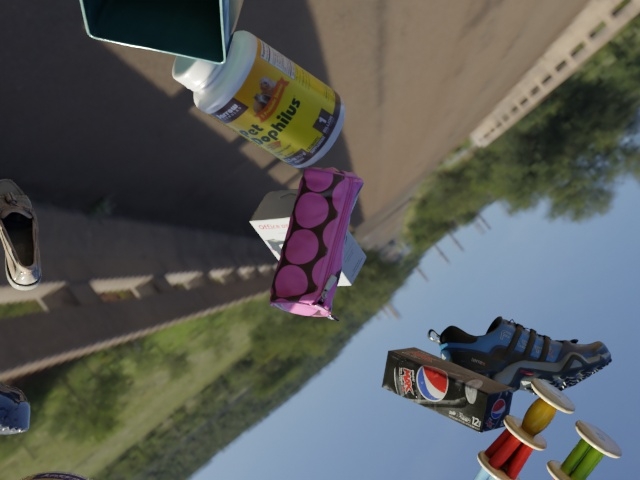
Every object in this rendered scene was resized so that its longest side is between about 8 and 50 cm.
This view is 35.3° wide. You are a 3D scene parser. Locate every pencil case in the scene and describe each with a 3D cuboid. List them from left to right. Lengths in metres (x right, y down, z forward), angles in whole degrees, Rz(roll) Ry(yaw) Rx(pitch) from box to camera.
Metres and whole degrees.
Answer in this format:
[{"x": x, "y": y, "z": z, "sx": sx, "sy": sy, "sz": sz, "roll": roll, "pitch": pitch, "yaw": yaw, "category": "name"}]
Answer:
[{"x": 0.000, "y": 0.000, "z": 1.366, "sx": 0.098, "sy": 0.095, "sz": 0.209, "roll": -13, "pitch": -117, "yaw": 65, "category": "pencil case"}]

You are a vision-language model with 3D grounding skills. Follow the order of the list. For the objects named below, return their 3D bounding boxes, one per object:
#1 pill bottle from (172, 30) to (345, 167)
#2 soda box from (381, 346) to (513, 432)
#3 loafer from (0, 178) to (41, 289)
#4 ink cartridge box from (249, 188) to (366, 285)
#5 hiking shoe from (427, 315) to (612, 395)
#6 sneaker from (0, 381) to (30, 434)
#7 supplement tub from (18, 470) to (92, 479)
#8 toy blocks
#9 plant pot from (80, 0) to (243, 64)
[{"x": -0.080, "y": -0.190, "z": 1.297, "sx": 0.117, "sy": 0.215, "sz": 0.117, "roll": -36, "pitch": -142, "yaw": 35, "category": "pill bottle"}, {"x": 0.160, "y": 0.189, "z": 1.291, "sx": 0.060, "sy": 0.053, "sz": 0.169, "roll": -1, "pitch": -166, "yaw": -45, "category": "soda box"}, {"x": -0.301, "y": -0.013, "z": 1.003, "sx": 0.045, "sy": 0.125, "sz": 0.039, "roll": -8, "pitch": 153, "yaw": -26, "category": "loafer"}, {"x": -0.022, "y": -0.003, "z": 1.758, "sx": 0.128, "sy": 0.175, "sz": 0.072, "roll": -4, "pitch": -136, "yaw": 40, "category": "ink cartridge box"}, {"x": 0.323, "y": 0.172, "z": 1.566, "sx": 0.304, "sy": 0.132, "sz": 0.113, "roll": -5, "pitch": 155, "yaw": -28, "category": "hiking shoe"}, {"x": -0.335, "y": 0.074, "z": 0.776, "sx": 0.112, "sy": 0.131, "sz": 0.319, "roll": -7, "pitch": 158, "yaw": 23, "category": "sneaker"}, {"x": -0.389, "y": 0.457, "z": 1.407, "sx": 0.241, "sy": 0.241, "sz": 0.331, "roll": -38, "pitch": 180, "yaw": -6, "category": "supplement tub"}, {"x": 0.218, "y": 0.234, "z": 1.022, "sx": 0.054, "sy": 0.123, "sz": 0.148, "roll": 20, "pitch": 109, "yaw": -41, "category": "toy blocks"}, {"x": -0.158, "y": -0.355, "z": 1.140, "sx": 0.165, "sy": 0.166, "sz": 0.234, "roll": 94, "pitch": 10, "yaw": -58, "category": "plant pot"}]
